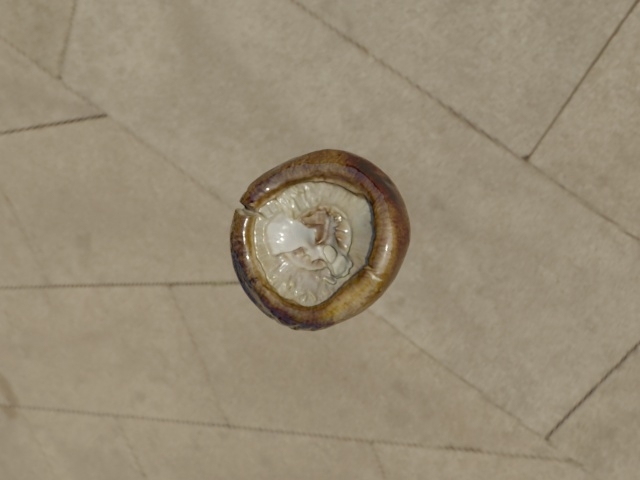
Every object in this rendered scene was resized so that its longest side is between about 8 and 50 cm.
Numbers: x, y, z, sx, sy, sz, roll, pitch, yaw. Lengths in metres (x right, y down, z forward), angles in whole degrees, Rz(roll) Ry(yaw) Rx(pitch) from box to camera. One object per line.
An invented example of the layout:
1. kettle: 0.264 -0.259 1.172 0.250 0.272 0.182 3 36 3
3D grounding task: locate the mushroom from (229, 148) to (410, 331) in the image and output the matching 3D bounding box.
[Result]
1. mushroom: 0.000 0.000 0.652 0.123 0.052 0.123 -3 80 20
